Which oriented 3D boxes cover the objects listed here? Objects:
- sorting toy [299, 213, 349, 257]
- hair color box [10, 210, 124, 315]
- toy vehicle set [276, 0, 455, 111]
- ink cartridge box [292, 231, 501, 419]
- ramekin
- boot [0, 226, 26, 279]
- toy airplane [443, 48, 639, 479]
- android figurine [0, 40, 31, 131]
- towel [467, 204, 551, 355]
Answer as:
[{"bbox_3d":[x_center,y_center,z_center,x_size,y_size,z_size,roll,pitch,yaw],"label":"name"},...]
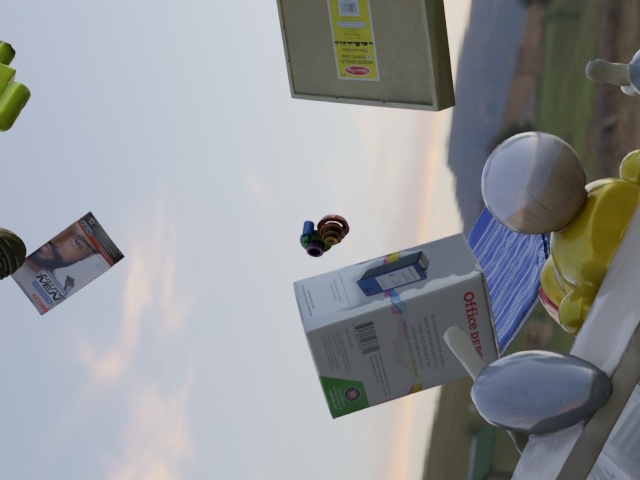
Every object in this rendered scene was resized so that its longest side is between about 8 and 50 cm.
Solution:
[{"bbox_3d":[0.000,0.000,1.810,0.102,0.061,0.042,-46,28,47],"label":"sorting toy"},{"bbox_3d":[-0.403,0.037,1.933,0.093,0.167,0.053,54,-155,-7],"label":"hair color box"},{"bbox_3d":[0.052,-0.259,1.582,0.035,0.267,0.166,-25,-64,-40],"label":"toy vehicle set"},{"bbox_3d":[0.090,0.100,1.425,0.093,0.212,0.154,-106,0,-51],"label":"ink cartridge box"},{"bbox_3d":[0.502,0.355,2.098,0.127,0.273,0.273,-48,-26,-23],"label":"ramekin"},{"bbox_3d":[-0.557,-0.043,1.919,0.269,0.236,0.089,-92,-12,-51],"label":"boot"},{"bbox_3d":[0.257,-0.007,0.977,0.384,0.272,0.386,-66,-8,30],"label":"toy airplane"},{"bbox_3d":[-0.607,-0.247,1.990,0.056,0.248,0.273,117,175,-47],"label":"android figurine"},{"bbox_3d":[0.343,0.022,2.257,0.336,0.040,0.243,-94,22,-50],"label":"towel"}]
